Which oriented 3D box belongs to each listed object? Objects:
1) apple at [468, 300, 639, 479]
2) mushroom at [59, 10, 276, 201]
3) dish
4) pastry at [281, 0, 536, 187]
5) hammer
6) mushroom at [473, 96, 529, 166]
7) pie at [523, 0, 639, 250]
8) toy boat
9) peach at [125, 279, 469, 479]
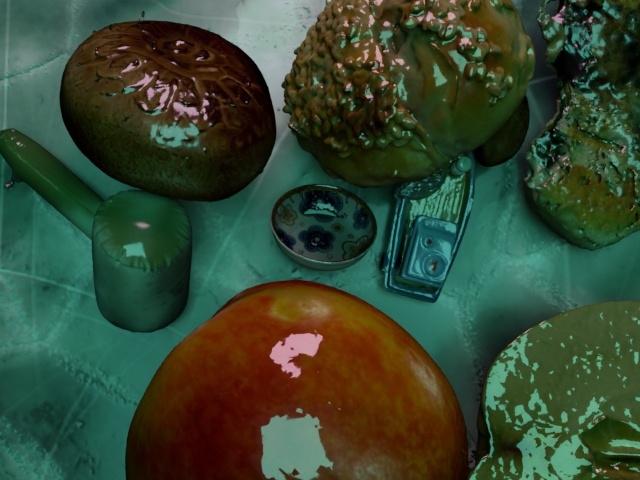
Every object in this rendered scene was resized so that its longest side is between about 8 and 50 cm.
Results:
[{"bbox_3d":[0.348,0.259,0.915,0.360,0.320,0.312,8,124,1],"label":"apple"},{"bbox_3d":[-0.167,-0.160,0.919,0.278,0.297,0.163,15,123,-35],"label":"mushroom"},{"bbox_3d":[0.000,0.000,1.019,0.141,0.078,0.141,5,49,-6],"label":"dish"},{"bbox_3d":[0.087,-0.213,0.932,0.315,0.184,0.284,-23,62,21],"label":"pastry"},{"bbox_3d":[-0.299,-0.035,0.962,0.335,0.206,0.119,38,54,15],"label":"hammer"},{"bbox_3d":[0.226,-0.155,1.011,0.087,0.127,0.127,8,86,2],"label":"mushroom"},{"bbox_3d":[0.406,-0.169,1.028,0.296,0.078,0.371,4,92,-15],"label":"pie"},{"bbox_3d":[0.149,-0.040,1.012,0.109,0.098,0.238,16,85,-5],"label":"toy boat"},{"bbox_3d":[-0.016,0.232,0.853,0.388,0.388,0.388,0,86,-3],"label":"peach"}]
